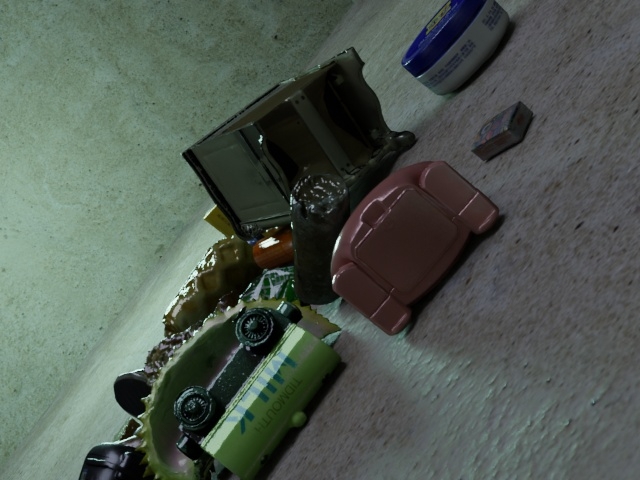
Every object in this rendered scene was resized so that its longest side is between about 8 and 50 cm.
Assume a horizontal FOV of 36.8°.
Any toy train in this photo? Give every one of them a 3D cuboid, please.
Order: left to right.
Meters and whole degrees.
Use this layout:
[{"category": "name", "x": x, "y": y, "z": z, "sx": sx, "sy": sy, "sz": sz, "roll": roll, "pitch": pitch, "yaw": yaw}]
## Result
[{"category": "toy train", "x": -0.081, "y": 0.207, "z": 1.305, "sx": 0.253, "sy": 0.157, "sz": 0.105, "roll": -53, "pitch": -29, "yaw": -13}]

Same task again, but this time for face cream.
[{"category": "face cream", "x": 0.257, "y": -0.376, "z": 1.815, "sx": 0.206, "sy": 0.111, "sz": 0.206, "roll": -47, "pitch": 12, "yaw": 14}]

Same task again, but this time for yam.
[{"category": "yam", "x": 0.000, "y": 0.000, "z": 1.442, "sx": 0.093, "sy": 0.093, "sz": 0.259, "roll": -58, "pitch": -18, "yaw": -30}]

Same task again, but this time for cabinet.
[{"category": "cabinet", "x": -0.042, "y": -0.176, "z": 1.846, "sx": 0.290, "sy": 0.227, "sz": 0.318, "roll": -40, "pitch": 15, "yaw": -27}]

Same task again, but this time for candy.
[{"category": "candy", "x": -0.087, "y": 0.109, "z": 1.710, "sx": 0.203, "sy": 0.078, "sz": 0.141, "roll": -19, "pitch": 43, "yaw": 45}]

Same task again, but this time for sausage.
[{"category": "sausage", "x": -0.062, "y": 0.006, "z": 1.915, "sx": 0.071, "sy": 0.071, "sz": 0.234, "roll": -56, "pitch": 15, "yaw": -24}]

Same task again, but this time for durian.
[{"category": "durian", "x": -0.137, "y": 0.217, "z": 1.420, "sx": 0.352, "sy": 0.158, "sz": 0.169, "roll": -48, "pitch": 24, "yaw": -8}]

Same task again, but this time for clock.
[{"category": "clock", "x": 0.098, "y": -0.014, "z": 1.290, "sx": 0.227, "sy": 0.142, "sz": 0.241, "roll": -49, "pitch": 9, "yaw": 4}]

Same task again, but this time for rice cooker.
[{"category": "rice cooker", "x": -0.319, "y": 0.395, "z": 1.548, "sx": 0.203, "sy": 0.142, "sz": 0.118, "roll": -27, "pitch": 39, "yaw": 61}]

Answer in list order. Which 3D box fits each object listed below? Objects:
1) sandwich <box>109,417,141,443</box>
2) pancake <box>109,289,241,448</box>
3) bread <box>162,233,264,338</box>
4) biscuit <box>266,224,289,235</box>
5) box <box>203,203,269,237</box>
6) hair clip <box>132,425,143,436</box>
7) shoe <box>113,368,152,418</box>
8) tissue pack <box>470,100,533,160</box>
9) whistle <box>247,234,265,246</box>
[{"category": "sandwich", "x": -0.417, "y": 0.422, "z": 2.023, "sx": 0.105, "sy": 0.036, "sz": 0.093, "roll": -42, "pitch": 16, "yaw": 38}, {"category": "pancake", "x": -0.248, "y": 0.242, "z": 1.661, "sx": 0.197, "sy": 0.054, "sz": 0.376, "roll": 31, "pitch": 86, "yaw": 38}, {"category": "bread", "x": -0.236, "y": 0.121, "z": 2.050, "sx": 0.267, "sy": 0.130, "sz": 0.152, "roll": -57, "pitch": -25, "yaw": -26}, {"category": "biscuit", "x": -0.030, "y": -0.085, "z": 2.087, "sx": 0.184, "sy": 0.035, "sz": 0.249, "roll": -29, "pitch": 18, "yaw": 30}, {"category": "box", "x": -0.139, "y": -0.095, "z": 2.274, "sx": 0.269, "sy": 0.152, "sz": 0.043, "roll": -44, "pitch": 17, "yaw": 30}, {"category": "hair clip", "x": -0.288, "y": 0.351, "z": 1.792, "sx": 0.124, "sy": 0.052, "sz": 0.195, "roll": 1, "pitch": 43, "yaw": 53}, {"category": "shoe", "x": -0.272, "y": 0.263, "z": 1.777, "sx": 0.228, "sy": 0.099, "sz": 0.112, "roll": -11, "pitch": 15, "yaw": 27}, {"category": "tissue pack", "x": 0.258, "y": -0.156, "z": 1.369, "sx": 0.083, "sy": 0.035, "sz": 0.063, "roll": -33, "pitch": 22, "yaw": 54}, {"category": "whistle", "x": -0.237, "y": 0.103, "z": 2.254, "sx": 0.304, "sy": 0.062, "sz": 0.062, "roll": -48, "pitch": 13, "yaw": 13}]
